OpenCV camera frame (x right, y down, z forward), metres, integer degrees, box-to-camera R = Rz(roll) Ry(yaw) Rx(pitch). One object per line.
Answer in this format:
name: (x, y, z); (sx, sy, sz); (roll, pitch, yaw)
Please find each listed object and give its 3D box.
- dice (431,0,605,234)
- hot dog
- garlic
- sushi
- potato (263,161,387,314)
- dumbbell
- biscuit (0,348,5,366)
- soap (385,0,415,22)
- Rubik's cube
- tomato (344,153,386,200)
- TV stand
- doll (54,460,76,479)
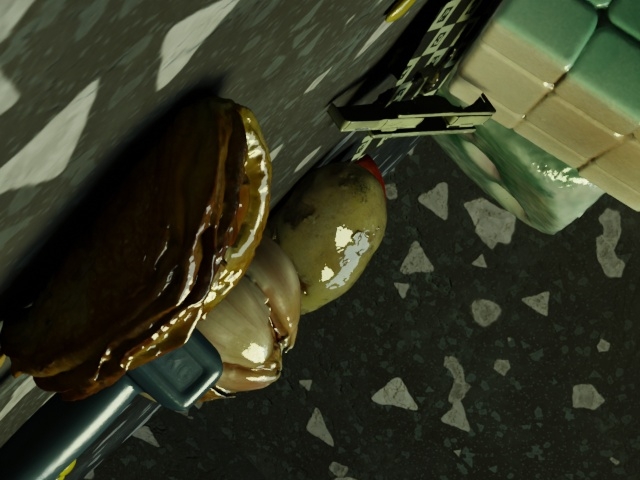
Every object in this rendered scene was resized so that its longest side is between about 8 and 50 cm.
dice: (0.353, -0.225, 1.877); (0.330, 0.348, 0.328); (-46, 176, -5)
hot dog: (-0.116, 0.015, 0.918); (0.259, 0.114, 0.175); (-46, 178, 27)
garlic: (-0.126, 0.084, 1.456); (0.214, 0.191, 0.160); (-29, 144, -35)
sushi: (0.123, -0.227, 1.551); (0.192, 0.043, 0.279); (-36, 164, -43)
potato: (0.000, 0.000, 1.893); (0.262, 0.165, 0.165); (-46, 177, 26)
dumbbell: (-0.242, 0.176, 1.169); (0.316, 0.156, 0.143); (-45, 148, -9)
biscuit: (-0.327, 0.169, 0.918); (0.249, 0.035, 0.184); (-42, 176, -33)
soap: (0.094, -0.243, 1.229); (0.089, 0.012, 0.034); (-46, 177, 22)
Rubik's cube: (0.384, -0.263, 1.551); (0.321, 0.316, 0.319); (-58, 180, -9)
tomato: (0.020, -0.025, 2.075); (0.200, 0.139, 0.233); (-35, 172, -38)
TV stand: (0.109, -0.149, 1.508); (0.249, 0.036, 0.042); (-8, 148, -41)
doll: (-0.386, 0.302, 1.642); (0.142, 0.076, 0.245); (-46, 173, 36)
